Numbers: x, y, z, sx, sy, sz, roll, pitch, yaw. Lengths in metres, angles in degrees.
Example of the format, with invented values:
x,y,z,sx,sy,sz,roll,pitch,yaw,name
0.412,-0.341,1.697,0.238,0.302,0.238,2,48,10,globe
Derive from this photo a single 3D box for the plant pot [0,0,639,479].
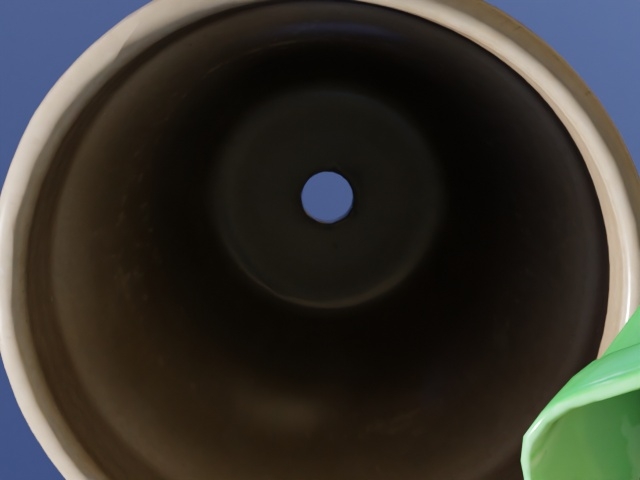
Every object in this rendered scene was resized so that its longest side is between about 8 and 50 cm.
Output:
x,y,z,sx,sy,sz,roll,pitch,yaw,name
0.000,0.000,0.789,0.263,0.263,0.229,33,-171,-7,plant pot

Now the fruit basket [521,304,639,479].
x,y,z,sx,sy,sz,roll,pitch,yaw,name
0.129,0.140,0.311,0.327,0.165,0.353,59,-147,-21,fruit basket
